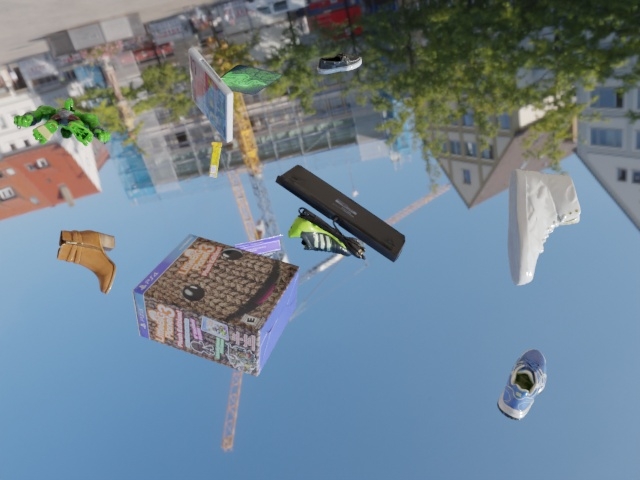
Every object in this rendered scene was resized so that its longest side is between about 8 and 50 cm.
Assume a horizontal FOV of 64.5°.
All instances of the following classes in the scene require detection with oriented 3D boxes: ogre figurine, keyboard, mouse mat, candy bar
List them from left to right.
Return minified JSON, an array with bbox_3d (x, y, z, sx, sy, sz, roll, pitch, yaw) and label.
[{"bbox_3d":[-0.615,-0.286,1.230,0.197,0.096,0.118,-9,-144,-9],"label":"ogre figurine"},{"bbox_3d":[-0.429,-0.323,2.053,0.040,0.161,0.018,4,-146,-18],"label":"candy bar"},{"bbox_3d":[-0.228,-0.494,1.568,0.153,0.007,0.190,-18,172,41],"label":"mouse mat"},{"bbox_3d":[0.038,-0.051,1.110,0.317,0.033,0.201,34,-150,5],"label":"keyboard"}]

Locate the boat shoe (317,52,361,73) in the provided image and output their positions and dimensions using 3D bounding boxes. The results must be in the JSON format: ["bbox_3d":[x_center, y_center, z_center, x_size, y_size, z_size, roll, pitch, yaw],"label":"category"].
[{"bbox_3d":[0.056,-0.504,1.428,0.142,0.040,0.049,-22,-129,-22],"label":"boat shoe"}]

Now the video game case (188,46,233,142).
[{"bbox_3d":[-0.299,-0.395,1.394,0.023,0.201,0.183,-33,-106,-23],"label":"video game case"}]

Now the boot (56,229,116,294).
[{"bbox_3d":[-0.683,0.061,1.475,0.152,0.197,0.073,10,147,-40],"label":"boot"}]

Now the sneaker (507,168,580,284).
[{"bbox_3d":[0.559,-0.031,1.254,0.169,0.292,0.108,4,174,3],"label":"sneaker"}]

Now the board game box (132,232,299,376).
[{"bbox_3d":[-0.225,0.135,1.146,0.291,0.141,0.232,15,-143,11],"label":"board game box"}]

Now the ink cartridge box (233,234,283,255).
[{"bbox_3d":[-0.262,0.049,1.916,0.206,0.045,0.208,-13,166,-32],"label":"ink cartridge box"}]

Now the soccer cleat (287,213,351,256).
[{"bbox_3d":[0.000,0.000,1.206,0.072,0.179,0.060,-49,-147,16],"label":"soccer cleat"}]

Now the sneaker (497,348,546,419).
[{"bbox_3d":[0.465,0.307,1.131,0.080,0.081,0.211,25,-142,22],"label":"sneaker"}]
